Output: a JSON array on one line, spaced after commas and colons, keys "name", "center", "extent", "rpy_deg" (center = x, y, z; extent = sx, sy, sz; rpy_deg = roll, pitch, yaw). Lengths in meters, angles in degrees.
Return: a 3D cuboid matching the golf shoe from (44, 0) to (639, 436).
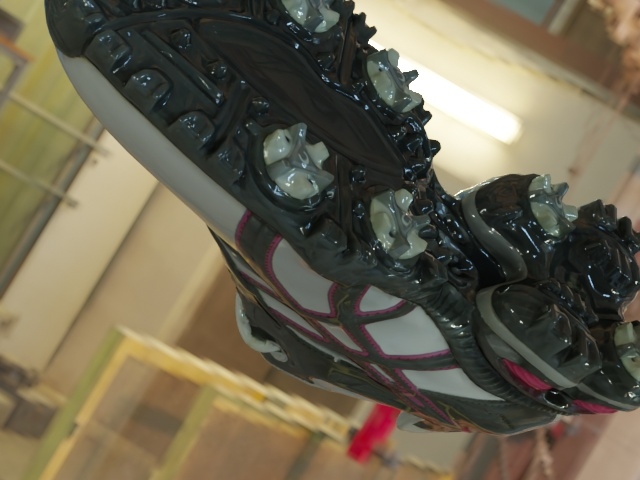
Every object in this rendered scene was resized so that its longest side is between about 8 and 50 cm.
[{"name": "golf shoe", "center": [0.000, 0.000, 0.545], "extent": [0.120, 0.105, 0.273], "rpy_deg": [-28, -49, 34]}]
